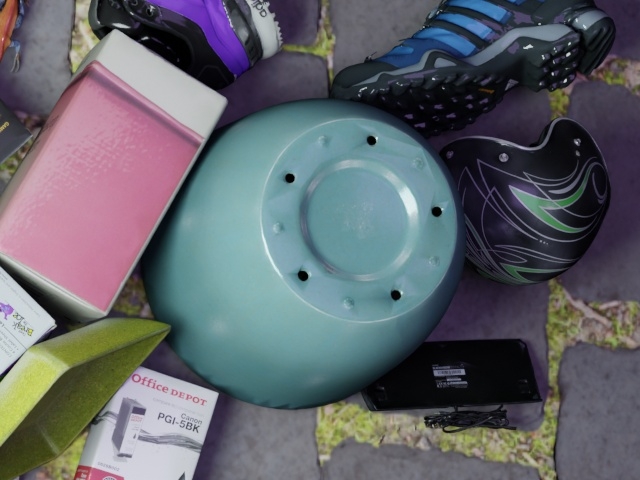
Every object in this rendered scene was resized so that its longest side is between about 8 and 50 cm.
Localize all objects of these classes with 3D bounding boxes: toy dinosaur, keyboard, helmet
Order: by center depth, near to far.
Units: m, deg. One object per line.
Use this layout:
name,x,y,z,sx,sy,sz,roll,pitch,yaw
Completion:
toy dinosaur,-0.300,-0.196,1.718,0.047,0.090,0.082,10,49,-4
helmet,0.192,-0.038,1.830,0.161,0.169,0.169,-31,96,-37
keyboard,0.126,0.151,1.862,0.192,0.038,0.100,-1,61,-19

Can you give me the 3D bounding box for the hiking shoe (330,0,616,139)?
hiking shoe,0.141,-0.195,1.876,0.304,0.113,0.132,-17,60,-15

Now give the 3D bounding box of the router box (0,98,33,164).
router box,-0.449,-0.081,1.629,0.309,0.081,0.243,-44,100,-24

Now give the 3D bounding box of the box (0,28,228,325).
box,-0.207,-0.054,1.691,0.127,0.148,0.232,32,74,-13

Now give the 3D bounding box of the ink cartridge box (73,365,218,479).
ink cartridge box,-0.164,0.190,1.730,0.099,0.056,0.135,20,78,-17

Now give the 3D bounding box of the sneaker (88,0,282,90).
sneaker,-0.171,-0.261,1.751,0.146,0.102,0.293,-39,98,-19

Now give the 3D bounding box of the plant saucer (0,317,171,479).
plant saucer,-0.240,0.138,1.615,0.045,0.188,0.188,47,114,10

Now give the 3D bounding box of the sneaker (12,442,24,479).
sneaker,-0.287,0.223,1.699,0.037,0.032,0.083,29,79,-30

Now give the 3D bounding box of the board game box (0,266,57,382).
board game box,-0.381,0.131,1.580,0.144,0.142,0.275,45,62,2

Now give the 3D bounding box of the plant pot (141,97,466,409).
plant pot,0.000,0.000,1.704,0.293,0.235,0.293,3,79,-16
